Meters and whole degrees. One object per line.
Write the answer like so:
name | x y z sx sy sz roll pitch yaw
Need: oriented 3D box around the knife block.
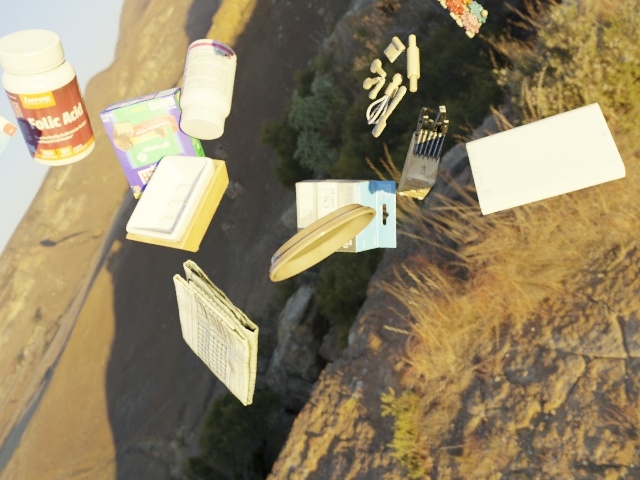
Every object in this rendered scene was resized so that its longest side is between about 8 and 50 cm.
knife block | 0.322 -0.279 1.834 0.276 0.088 0.242 99 -176 -78

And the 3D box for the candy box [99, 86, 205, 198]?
candy box | -0.554 -0.326 2.002 0.268 0.317 0.122 -13 28 8

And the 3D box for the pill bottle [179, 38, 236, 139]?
pill bottle | -0.362 -0.480 1.883 0.160 0.160 0.283 -25 56 54

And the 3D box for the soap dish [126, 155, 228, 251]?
soap dish | -0.411 -0.106 1.721 0.228 0.118 0.291 8 66 32

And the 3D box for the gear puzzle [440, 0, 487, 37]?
gear puzzle | 0.430 -0.841 1.944 0.044 0.339 0.175 -31 19 51

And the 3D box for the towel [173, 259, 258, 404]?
towel | -0.280 0.249 1.552 0.312 0.056 0.324 39 139 31

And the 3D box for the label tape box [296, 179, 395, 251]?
label tape box | 0.087 -0.088 2.047 0.106 0.333 0.241 -24 -66 -65

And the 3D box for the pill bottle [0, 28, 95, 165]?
pill bottle | -0.895 -0.463 1.925 0.224 0.223 0.392 -86 -3 -47

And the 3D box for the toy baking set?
toy baking set | 0.182 -0.396 1.504 0.196 0.030 0.256 -32 51 48

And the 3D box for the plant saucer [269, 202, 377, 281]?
plant saucer | 0.000 0.000 1.297 0.277 0.041 0.278 -31 -10 -6

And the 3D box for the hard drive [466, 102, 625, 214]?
hard drive | 0.509 -0.189 1.363 0.307 0.040 0.203 -15 54 18

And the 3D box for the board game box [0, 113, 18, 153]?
board game box | -0.941 -0.161 1.496 0.301 0.086 0.309 -14 49 39
